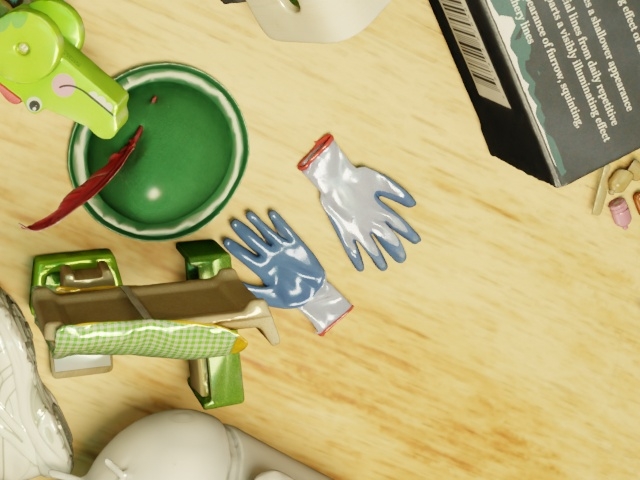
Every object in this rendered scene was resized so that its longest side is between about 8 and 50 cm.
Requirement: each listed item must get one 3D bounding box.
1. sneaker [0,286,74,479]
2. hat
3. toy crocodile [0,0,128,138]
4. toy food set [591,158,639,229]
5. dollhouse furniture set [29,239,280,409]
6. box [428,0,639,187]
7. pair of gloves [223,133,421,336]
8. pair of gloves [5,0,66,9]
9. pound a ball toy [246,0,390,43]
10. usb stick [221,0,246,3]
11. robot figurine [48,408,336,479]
[{"bbox_3d":[-0.324,0.142,1.482,0.115,0.090,0.232,-19,105,-4],"label":"sneaker"},{"bbox_3d":[-0.149,-0.057,1.421,0.173,0.183,0.208,41,92,-18],"label":"hat"},{"bbox_3d":[-0.312,-0.203,1.353,0.340,0.115,0.105,39,104,-13],"label":"toy crocodile"},{"bbox_3d":[0.342,-0.047,1.621,0.122,0.019,0.077,9,101,-22],"label":"toy food set"},{"bbox_3d":[-0.159,0.106,1.395,0.198,0.301,0.151,-6,102,-13],"label":"dollhouse furniture set"},{"bbox_3d":[0.310,-0.278,1.458,0.396,0.212,0.293,-26,107,-5],"label":"box"},{"bbox_3d":[0.000,0.000,1.554,0.198,0.023,0.159,-44,106,-1],"label":"pair of gloves"},{"bbox_3d":[-0.305,-0.309,1.404,0.204,0.042,0.240,22,97,-16],"label":"pair of gloves"},{"bbox_3d":[-0.011,-0.365,1.369,0.208,0.136,0.319,-50,129,-30],"label":"pound a ball toy"},{"bbox_3d":[-0.081,-0.360,1.429,0.077,0.045,0.278,-22,112,-49],"label":"usb stick"},{"bbox_3d":[-0.089,0.291,1.485,0.353,0.199,0.300,31,139,-24],"label":"robot figurine"}]
